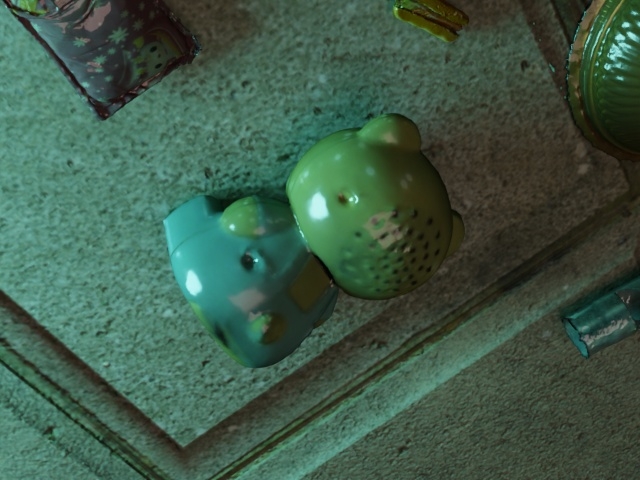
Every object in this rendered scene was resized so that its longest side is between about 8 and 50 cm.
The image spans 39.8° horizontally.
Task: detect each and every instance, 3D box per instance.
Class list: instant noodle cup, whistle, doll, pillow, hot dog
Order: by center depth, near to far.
[{"bbox_3d":[-0.191,-0.192,0.718,0.118,0.043,0.185,-37,129,-2],"label":"pillow"},{"bbox_3d":[0.101,-0.212,0.822,0.083,0.021,0.037,21,122,-31],"label":"hot dog"},{"bbox_3d":[0.000,0.000,0.836,0.260,0.161,0.177,-29,125,3],"label":"doll"},{"bbox_3d":[0.393,-0.183,0.904,0.273,0.091,0.274,-9,124,-13],"label":"instant noodle cup"},{"bbox_3d":[0.447,0.048,1.088,0.312,0.062,0.062,-28,126,-1],"label":"whistle"}]
